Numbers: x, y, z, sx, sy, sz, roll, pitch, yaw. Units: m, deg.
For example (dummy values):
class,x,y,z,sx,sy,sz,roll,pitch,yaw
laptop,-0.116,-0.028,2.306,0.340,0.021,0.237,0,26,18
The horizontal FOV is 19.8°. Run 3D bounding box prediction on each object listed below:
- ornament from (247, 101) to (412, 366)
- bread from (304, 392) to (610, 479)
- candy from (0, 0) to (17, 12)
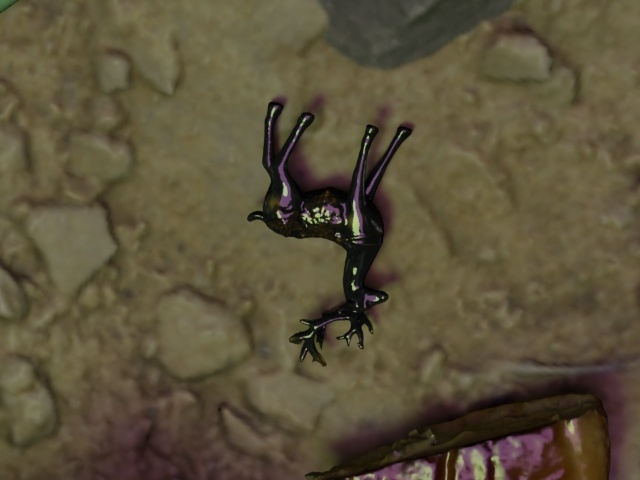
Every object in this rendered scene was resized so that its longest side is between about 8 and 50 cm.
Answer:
class,x,y,z,sx,sy,sz,roll,pitch,yaw
ornament,0.000,0.000,0.889,0.073,0.028,0.125,9,104,3
bread,0.088,0.123,0.898,0.154,0.054,0.136,40,107,-11
candy,-0.134,-0.122,0.865,0.194,0.058,0.062,-28,92,21
